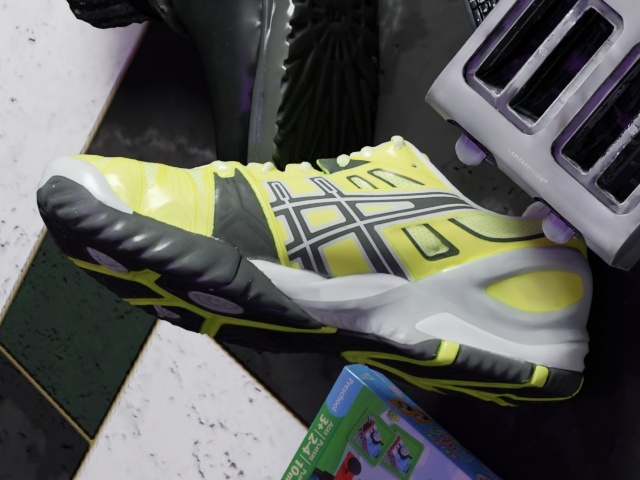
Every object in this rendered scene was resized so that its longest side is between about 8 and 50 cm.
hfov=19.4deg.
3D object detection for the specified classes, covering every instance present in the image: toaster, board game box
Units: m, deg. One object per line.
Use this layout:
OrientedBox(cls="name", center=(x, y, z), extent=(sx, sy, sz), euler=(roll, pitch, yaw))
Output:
OrientedBox(cls="toaster", center=(0.185, -0.094, 1.192), extent=(0.168, 0.110, 0.186), euler=(43, 105, 13))
OrientedBox(cls="board game box", center=(0.062, 0.215, 1.362), extent=(0.211, 0.039, 0.160), euler=(39, 112, 29))

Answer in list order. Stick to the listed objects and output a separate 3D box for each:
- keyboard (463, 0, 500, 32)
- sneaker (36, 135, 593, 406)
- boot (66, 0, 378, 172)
OrientedBox(cls="keyboard", center=(0.177, -0.182, 1.279), extent=(0.192, 0.038, 0.100), euler=(-30, 73, 33))
OrientedBox(cls="sneaker", center=(0.000, 0.000, 1.269), extent=(0.145, 0.384, 0.147), euler=(139, 146, -72))
OrientedBox(cls="boot", center=(-0.094, -0.165, 1.422), extent=(0.260, 0.131, 0.348), euler=(-1, 85, 34))
